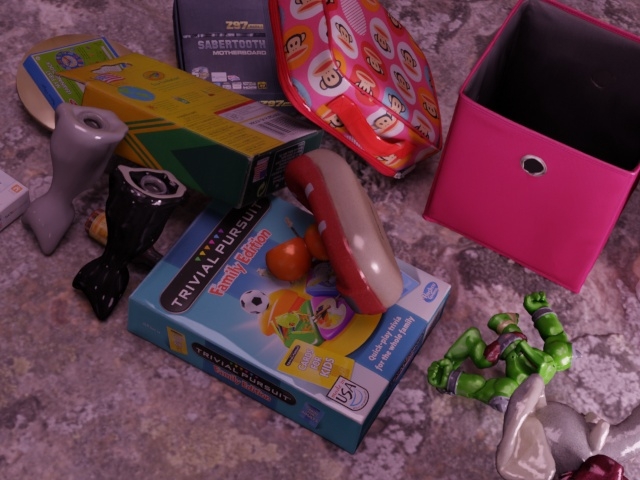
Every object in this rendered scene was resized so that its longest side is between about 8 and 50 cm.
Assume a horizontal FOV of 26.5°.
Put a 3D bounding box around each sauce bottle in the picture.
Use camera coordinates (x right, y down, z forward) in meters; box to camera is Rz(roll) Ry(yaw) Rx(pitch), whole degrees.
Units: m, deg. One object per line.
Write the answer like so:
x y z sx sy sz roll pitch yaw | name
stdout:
-0.254 0.004 1.811 0.128 0.042 0.042 30 53 16 | sauce bottle

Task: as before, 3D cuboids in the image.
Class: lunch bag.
0.058 -0.222 1.902 0.120 0.293 0.258 -29 50 25 | lunch bag

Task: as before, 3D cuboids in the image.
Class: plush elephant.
0.306 0.285 1.524 0.330 0.272 0.255 -9 69 4 | plush elephant

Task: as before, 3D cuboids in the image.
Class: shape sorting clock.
-0.339 -0.222 1.979 0.206 0.040 0.206 12 49 -14 | shape sorting clock

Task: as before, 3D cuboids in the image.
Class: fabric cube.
0.321 -0.136 1.878 0.254 0.258 0.259 27 52 11 | fabric cube

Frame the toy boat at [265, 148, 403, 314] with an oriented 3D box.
0.000 0.000 1.711 0.151 0.151 0.231 -25 54 7 | toy boat

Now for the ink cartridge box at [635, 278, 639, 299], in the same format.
0.601 -0.018 1.849 0.307 0.223 0.129 -31 62 -29 | ink cartridge box

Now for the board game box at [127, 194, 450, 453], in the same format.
-0.039 0.086 1.756 0.336 0.079 0.254 27 52 12 | board game box

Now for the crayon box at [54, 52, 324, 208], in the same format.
-0.183 -0.156 1.845 0.319 0.081 0.202 25 25 20 | crayon box

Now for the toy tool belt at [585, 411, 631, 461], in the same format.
0.351 0.259 1.706 0.051 0.052 0.083 -45 62 -1 | toy tool belt

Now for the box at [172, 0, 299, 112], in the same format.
-0.100 -0.280 2.036 0.233 0.059 0.183 -2 61 -12 | box

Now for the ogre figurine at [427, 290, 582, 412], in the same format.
0.243 0.151 1.740 0.197 0.096 0.118 -17 43 -35 | ogre figurine

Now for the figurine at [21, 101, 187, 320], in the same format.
-0.295 -0.038 1.747 0.092 0.209 0.215 -7 45 -50 | figurine

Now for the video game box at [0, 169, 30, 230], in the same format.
-0.526 -0.056 1.814 0.205 0.048 0.187 33 51 17 | video game box
